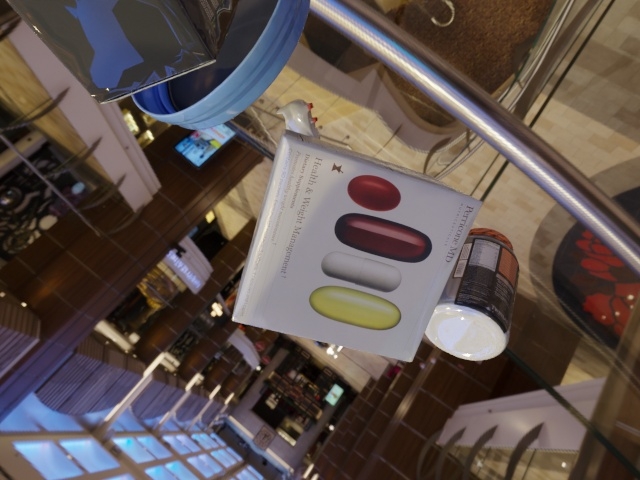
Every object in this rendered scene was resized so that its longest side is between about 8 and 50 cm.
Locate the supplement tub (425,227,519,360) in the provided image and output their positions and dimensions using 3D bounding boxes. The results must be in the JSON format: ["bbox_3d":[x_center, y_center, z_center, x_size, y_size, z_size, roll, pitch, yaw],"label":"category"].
[{"bbox_3d":[0.384,0.119,1.008,0.193,0.316,0.194,18,134,19],"label":"supplement tub"}]

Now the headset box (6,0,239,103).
[{"bbox_3d":[-0.179,-0.298,0.336,0.131,0.283,0.246,-11,140,18],"label":"headset box"}]

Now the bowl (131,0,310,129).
[{"bbox_3d":[-0.183,-0.376,0.705,0.390,0.392,0.077,22,178,37],"label":"bowl"}]

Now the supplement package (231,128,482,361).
[{"bbox_3d":[0.027,0.000,0.461,0.202,0.195,0.149,15,-164,-10],"label":"supplement package"}]

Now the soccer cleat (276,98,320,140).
[{"bbox_3d":[-0.028,-0.186,0.825,0.076,0.068,0.197,-14,107,15],"label":"soccer cleat"}]
